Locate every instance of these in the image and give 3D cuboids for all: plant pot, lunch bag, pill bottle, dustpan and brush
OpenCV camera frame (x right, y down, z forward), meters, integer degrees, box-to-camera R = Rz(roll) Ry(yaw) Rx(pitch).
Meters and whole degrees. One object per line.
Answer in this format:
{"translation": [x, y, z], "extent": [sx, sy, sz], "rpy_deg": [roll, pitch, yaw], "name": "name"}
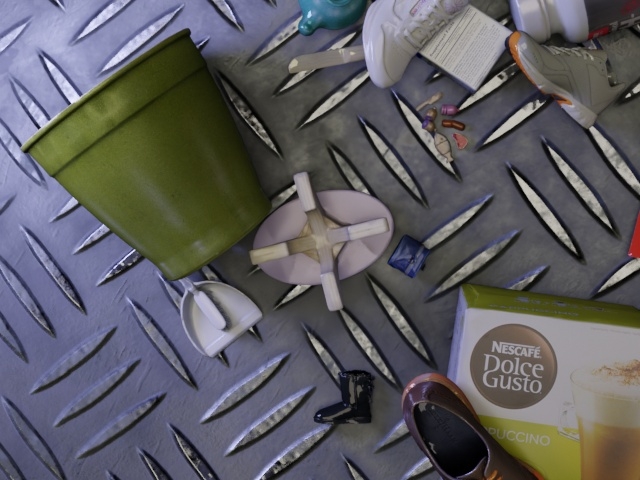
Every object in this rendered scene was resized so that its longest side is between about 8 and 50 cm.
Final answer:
{"translation": [-0.279, -0.131, 1.734], "extent": [0.366, 0.366, 0.353], "rpy_deg": [-35, 101, 8], "name": "plant pot"}
{"translation": [0.168, 0.032, 1.788], "extent": [0.065, 0.098, 0.067], "rpy_deg": [31, 92, 2], "name": "lunch bag"}
{"translation": [0.493, -0.449, 1.677], "extent": [0.318, 0.176, 0.176], "rpy_deg": [-17, 91, 8], "name": "pill bottle"}
{"translation": [-0.232, 0.111, 1.862], "extent": [0.147, 0.060, 0.211], "rpy_deg": [-39, 88, 8], "name": "dustpan and brush"}

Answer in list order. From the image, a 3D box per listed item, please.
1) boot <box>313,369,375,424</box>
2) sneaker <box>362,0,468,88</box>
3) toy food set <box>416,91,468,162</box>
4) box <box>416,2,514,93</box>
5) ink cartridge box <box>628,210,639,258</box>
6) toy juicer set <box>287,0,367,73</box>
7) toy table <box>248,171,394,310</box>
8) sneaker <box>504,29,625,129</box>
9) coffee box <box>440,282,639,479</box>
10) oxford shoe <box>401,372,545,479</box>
{"translation": [0.046, 0.301, 1.847], "extent": [0.121, 0.045, 0.099], "rpy_deg": [-1, 96, 0], "name": "boot"}
{"translation": [0.174, -0.409, 1.687], "extent": [0.152, 0.114, 0.305], "rpy_deg": [21, 87, 39], "name": "sneaker"}
{"translation": [0.235, -0.215, 1.803], "extent": [0.078, 0.019, 0.122], "rpy_deg": [-35, 89, 8], "name": "toy food set"}
{"translation": [0.264, -0.360, 1.764], "extent": [0.137, 0.072, 0.126], "rpy_deg": [35, 97, 3], "name": "box"}
{"translation": [0.674, -0.039, 1.682], "extent": [0.232, 0.066, 0.189], "rpy_deg": [14, 84, 27], "name": "ink cartridge box"}
{"translation": [0.060, -0.453, 1.787], "extent": [0.209, 0.089, 0.329], "rpy_deg": [9, 92, -12], "name": "toy juicer set"}
{"translation": [0.000, 0.000, 1.777], "extent": [0.274, 0.161, 0.252], "rpy_deg": [-26, 90, 7], "name": "toy table"}
{"translation": [0.430, -0.308, 1.679], "extent": [0.262, 0.099, 0.121], "rpy_deg": [29, 116, -37], "name": "sneaker"}
{"translation": [0.390, 0.270, 1.653], "extent": [0.337, 0.338, 0.335], "rpy_deg": [7, 95, 6], "name": "coffee box"}
{"translation": [0.247, 0.367, 1.441], "extent": [0.130, 0.133, 0.364], "rpy_deg": [-43, 87, 9], "name": "oxford shoe"}
